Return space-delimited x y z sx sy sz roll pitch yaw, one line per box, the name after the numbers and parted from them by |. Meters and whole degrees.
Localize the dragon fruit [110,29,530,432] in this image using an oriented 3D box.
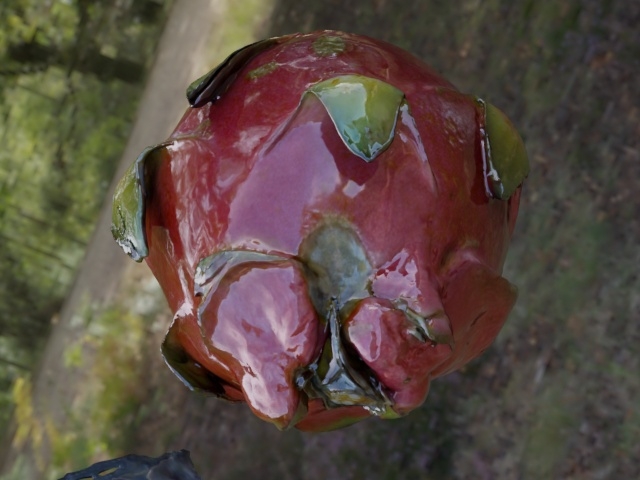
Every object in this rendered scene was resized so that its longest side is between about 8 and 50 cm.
0.000 0.000 1.050 0.305 0.305 0.226 -64 -4 17 | dragon fruit

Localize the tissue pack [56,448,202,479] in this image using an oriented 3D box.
-0.090 0.158 0.356 0.173 0.236 0.073 52 131 25 | tissue pack
